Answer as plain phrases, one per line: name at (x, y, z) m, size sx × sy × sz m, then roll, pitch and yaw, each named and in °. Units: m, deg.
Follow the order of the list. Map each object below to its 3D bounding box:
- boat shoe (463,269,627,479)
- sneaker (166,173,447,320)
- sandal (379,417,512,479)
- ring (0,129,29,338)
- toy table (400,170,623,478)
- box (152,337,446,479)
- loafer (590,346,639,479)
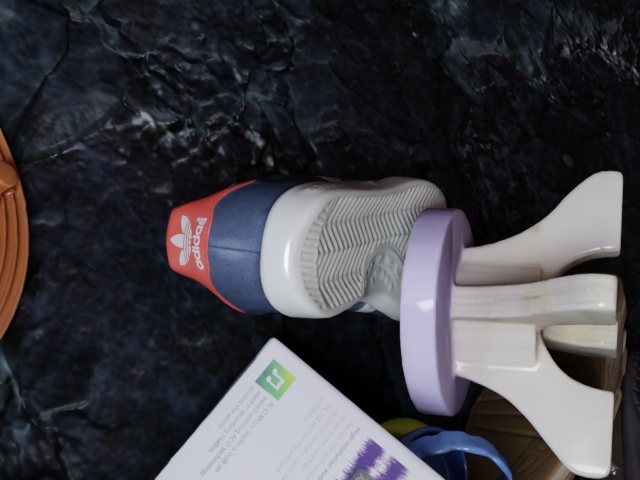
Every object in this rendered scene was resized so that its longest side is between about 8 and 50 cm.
boat shoe at (0.242, 0.165, 0.974) m, size 0.341 × 0.122 × 0.110 m, roll -48°, pitch 125°, yaw -43°
sneaker at (0.000, 0.000, 0.840) m, size 0.350 × 0.148 × 0.131 m, roll 11°, pitch 86°, yaw -64°
sandal at (0.050, 0.247, 0.754) m, size 0.126 × 0.138 × 0.317 m, roll 51°, pitch 48°, yaw -15°
ring at (-0.309, -0.053, 0.579) m, size 0.336 × 0.032 × 0.336 m, roll 37°, pitch 38°, yaw -37°
toy table at (0.169, 0.063, 0.835) m, size 0.274 × 0.161 × 0.252 m, roll 8°, pitch 85°, yaw -73°
box at (0.016, 0.254, 0.653) m, size 0.322 × 0.058 × 0.232 m, roll 39°, pitch 68°, yaw 5°
loafer at (0.321, 0.245, 1.016) m, size 0.134 × 0.130 × 0.366 m, roll 40°, pitch 34°, yaw -4°
